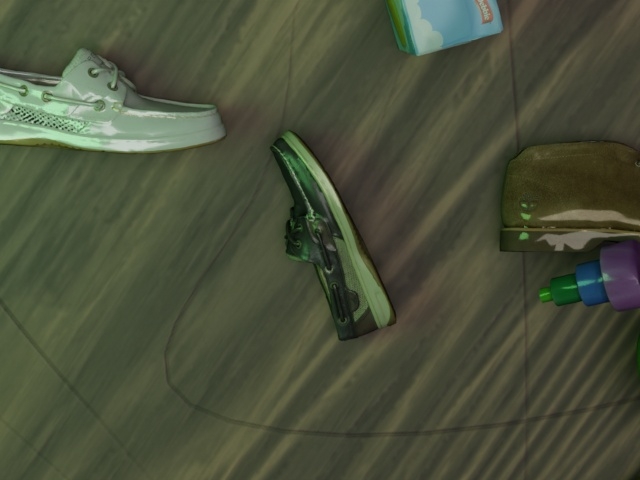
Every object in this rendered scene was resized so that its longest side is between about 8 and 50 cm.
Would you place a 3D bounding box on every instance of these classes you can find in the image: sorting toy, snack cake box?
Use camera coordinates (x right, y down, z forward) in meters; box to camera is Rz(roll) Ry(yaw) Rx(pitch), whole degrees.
[{"bbox_3d":[0.309,0.167,1.689,0.126,0.127,0.365,-14,118,22],"label":"sorting toy"},{"bbox_3d":[0.088,-0.314,1.591,0.089,0.152,0.264,-16,99,0],"label":"snack cake box"}]

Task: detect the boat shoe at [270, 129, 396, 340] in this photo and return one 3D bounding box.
[{"bbox_3d":[0.000,0.000,1.672,0.073,0.080,0.223,-29,104,-4],"label":"boat shoe"}]

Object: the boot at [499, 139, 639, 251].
[{"bbox_3d":[0.332,-0.045,1.678,0.305,0.112,0.115,0,88,-1],"label":"boot"}]

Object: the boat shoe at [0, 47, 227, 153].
[{"bbox_3d":[-0.228,-0.138,1.627,0.277,0.098,0.096,3,100,-3],"label":"boat shoe"}]
